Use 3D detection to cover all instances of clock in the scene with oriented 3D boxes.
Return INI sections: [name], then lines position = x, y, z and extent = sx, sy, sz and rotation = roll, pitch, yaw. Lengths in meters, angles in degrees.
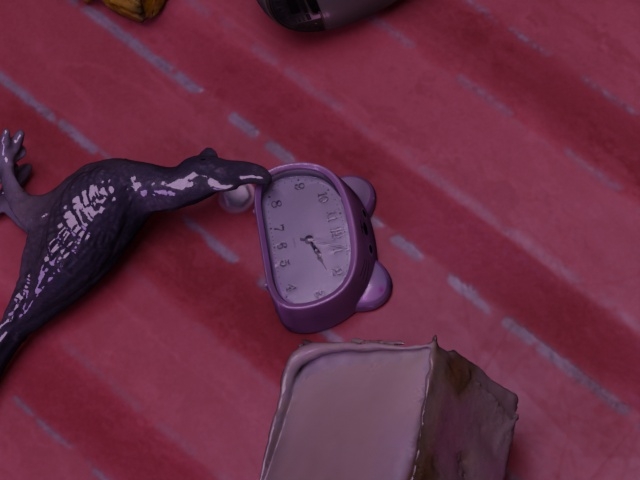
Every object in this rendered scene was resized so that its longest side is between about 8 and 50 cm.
[clock]
position = 0.000, 0.000, 1.669
extent = 0.110, 0.050, 0.153
rotation = -12, 67, 5

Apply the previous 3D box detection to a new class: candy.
[candy]
position = 0.049, 0.182, 1.520
extent = 0.184, 0.137, 0.195
rotation = -5, 63, 39

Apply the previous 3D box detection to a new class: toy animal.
[toy animal]
position = -0.242, -0.006, 1.699
extent = 0.367, 0.081, 0.206
rotation = -41, 63, -1

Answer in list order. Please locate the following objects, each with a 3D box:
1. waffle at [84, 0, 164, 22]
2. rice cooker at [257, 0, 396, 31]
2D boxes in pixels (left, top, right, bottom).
[waffle]
position = -0.226, -0.317, 1.835
extent = 0.211, 0.055, 0.160
rotation = 22, 73, 17
[rice cooker]
position = 0.021, -0.285, 1.731
extent = 0.206, 0.145, 0.127
rotation = -35, 56, -7
